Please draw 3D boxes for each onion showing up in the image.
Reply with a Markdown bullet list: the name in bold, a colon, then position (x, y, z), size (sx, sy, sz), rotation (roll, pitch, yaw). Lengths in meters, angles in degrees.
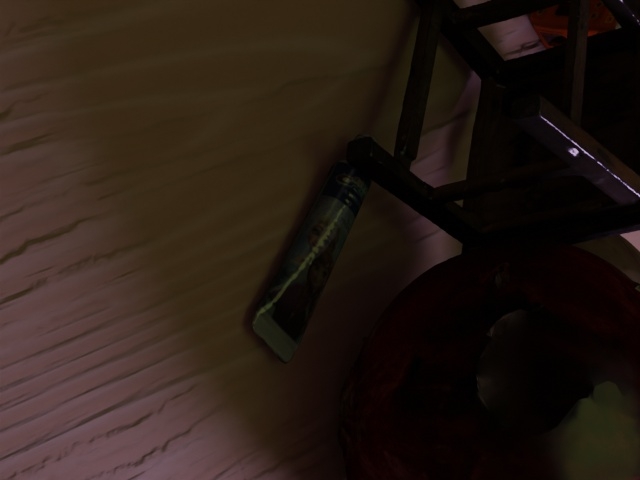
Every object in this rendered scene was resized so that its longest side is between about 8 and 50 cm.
- **onion**: position (0.166, 0.155, 1.593), size (0.341, 0.341, 0.341), rotation (-5, 96, -54)

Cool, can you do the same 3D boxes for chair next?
- **chair**: position (0.226, -0.086, 1.716), size (0.416, 0.203, 0.240), rotation (41, 46, -43)

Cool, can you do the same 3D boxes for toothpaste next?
- **toothpaste**: position (0.000, 0.000, 1.585), size (0.062, 0.037, 0.216), rotation (47, 58, -38)

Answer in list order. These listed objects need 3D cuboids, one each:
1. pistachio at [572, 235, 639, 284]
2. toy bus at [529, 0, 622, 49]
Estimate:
- **pistachio**: position (0.267, 0.060, 1.867), size (0.238, 0.138, 0.153), rotation (26, 82, -52)
- **toy bus**: position (0.352, -0.167, 1.963), size (0.329, 0.153, 0.143), rotation (48, 59, -42)
